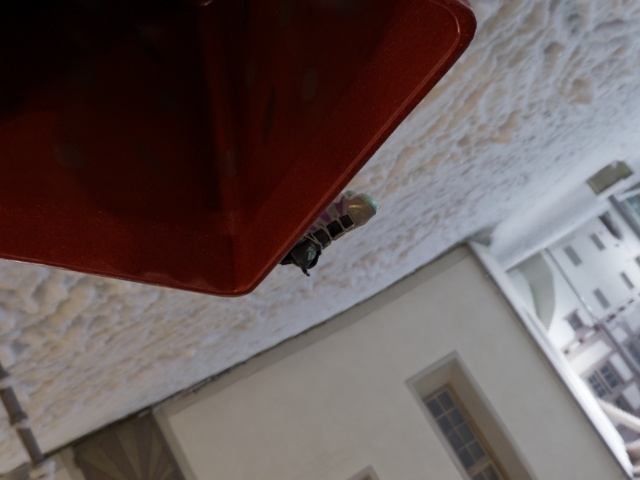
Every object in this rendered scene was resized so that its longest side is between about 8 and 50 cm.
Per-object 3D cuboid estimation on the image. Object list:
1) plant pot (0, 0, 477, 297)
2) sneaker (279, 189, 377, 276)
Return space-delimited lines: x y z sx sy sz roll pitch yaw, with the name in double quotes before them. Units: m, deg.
"plant pot" -0.115 -0.147 0.367 0.267 0.235 0.267 13 144 -25
"sneaker" 0.000 0.000 0.538 0.098 0.038 0.069 -18 -140 31
